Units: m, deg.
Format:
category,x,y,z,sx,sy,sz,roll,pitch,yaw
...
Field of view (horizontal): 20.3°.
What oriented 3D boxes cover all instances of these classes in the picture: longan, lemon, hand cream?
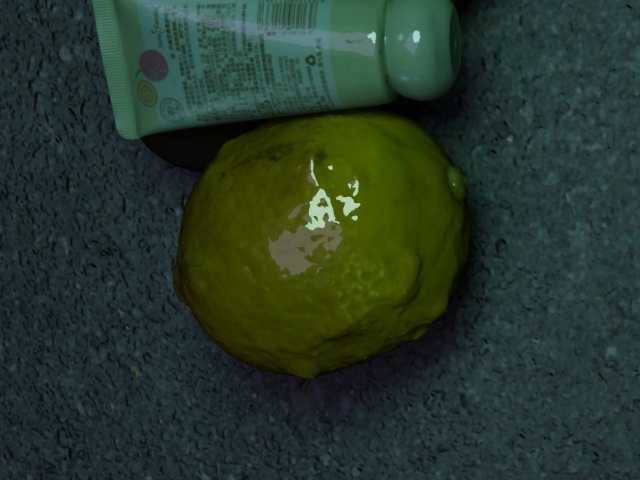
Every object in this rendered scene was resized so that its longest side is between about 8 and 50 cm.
category,x,y,z,sx,sy,sz,roll,pitch,yaw
longan,-0.101,-0.152,1.632,0.189,0.189,0.189,4,98,28
lemon,0.000,0.000,1.554,0.288,0.233,0.233,-22,85,17
hand cream,-0.038,-0.155,1.485,0.305,0.093,0.147,-2,117,13

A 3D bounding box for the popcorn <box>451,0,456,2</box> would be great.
category,x,y,z,sx,sy,sz,roll,pitch,yaw
popcorn,0.044,-0.301,1.513,0.259,0.259,0.212,8,85,28
